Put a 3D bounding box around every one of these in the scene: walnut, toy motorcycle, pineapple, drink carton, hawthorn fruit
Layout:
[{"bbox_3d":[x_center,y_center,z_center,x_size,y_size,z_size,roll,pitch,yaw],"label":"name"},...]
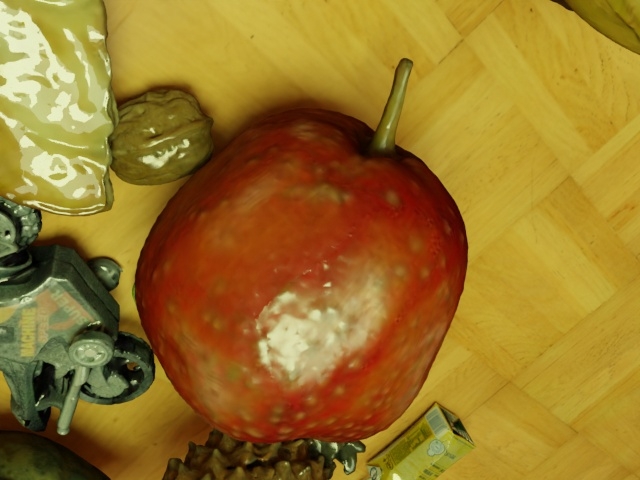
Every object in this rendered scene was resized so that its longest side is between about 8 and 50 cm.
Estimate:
[{"bbox_3d":[-0.138,-0.089,0.599,0.096,0.082,0.079,-20,102,-5],"label":"walnut"},{"bbox_3d":[-0.279,0.071,0.647,0.173,0.108,0.307,-19,131,3],"label":"toy motorcycle"},{"bbox_3d":[-0.061,0.263,0.779,0.223,0.357,0.223,11,127,16],"label":"pineapple"},{"bbox_3d":[0.124,0.329,1.015,0.200,0.074,0.084,-46,128,12],"label":"drink carton"},{"bbox_3d":[0.000,0.000,0.594,0.287,0.287,0.330,19,106,-32],"label":"hawthorn fruit"}]

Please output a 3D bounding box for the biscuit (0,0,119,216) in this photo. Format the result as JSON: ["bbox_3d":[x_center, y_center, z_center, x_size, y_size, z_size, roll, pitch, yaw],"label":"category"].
[{"bbox_3d":[-0.211,-0.162,0.498,0.154,0.045,0.299,4,109,-24],"label":"biscuit"}]

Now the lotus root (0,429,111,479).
[{"bbox_3d":[-0.349,0.284,0.718,0.267,0.149,0.260,-11,138,7],"label":"lotus root"}]

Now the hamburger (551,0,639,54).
[{"bbox_3d":[0.258,-0.332,0.447,0.395,0.277,0.396,-12,131,-14],"label":"hamburger"}]

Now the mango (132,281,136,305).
[{"bbox_3d":[-0.150,0.068,0.720,0.073,0.056,0.108,-43,130,0],"label":"mango"}]
